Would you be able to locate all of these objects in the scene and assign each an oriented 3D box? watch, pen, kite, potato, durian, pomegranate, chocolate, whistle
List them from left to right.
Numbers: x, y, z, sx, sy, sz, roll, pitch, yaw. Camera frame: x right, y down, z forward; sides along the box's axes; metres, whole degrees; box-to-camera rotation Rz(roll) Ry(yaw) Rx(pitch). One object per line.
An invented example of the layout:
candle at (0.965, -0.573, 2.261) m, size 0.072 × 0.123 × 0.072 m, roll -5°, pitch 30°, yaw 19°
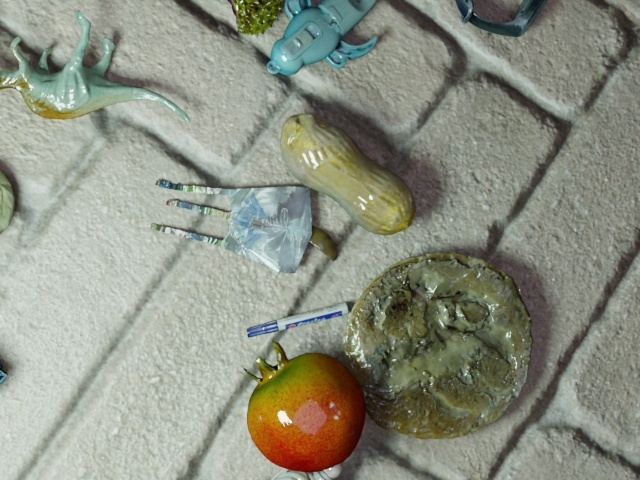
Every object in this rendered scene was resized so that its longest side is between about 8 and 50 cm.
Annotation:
kite at (-0.170, -0.032, 1.793) m, size 0.310 × 0.015 × 0.169 m, roll 5°, pitch 87°, yaw -1°
durian at (-0.133, -0.485, 1.758) m, size 0.119 × 0.108 × 0.186 m, roll -11°, pitch 88°, yaw 12°
pen at (-0.043, 0.156, 1.814) m, size 0.204 × 0.025 × 0.025 m, roll -14°, pitch 91°, yaw -6°
pomegranate at (-0.034, 0.299, 1.717) m, size 0.221 × 0.221 × 0.256 m, roll -37°, pitch 97°, yaw -6°
potato at (0.001, 0.000, 1.814) m, size 0.093 × 0.036 × 0.037 m, roll 39°, pitch 89°, yaw -4°
whistle at (0.003, -0.410, 1.796) m, size 0.274 × 0.093 × 0.186 m, roll -41°, pitch 92°, yaw -9°
chocolate at (0.048, -0.122, 1.779) m, size 0.309 × 0.134 × 0.134 m, roll 39°, pitch 85°, yaw -8°
watch at (0.355, -0.507, 1.848) m, size 0.193 × 0.068 × 0.206 m, roll 35°, pitch 82°, yaw -1°

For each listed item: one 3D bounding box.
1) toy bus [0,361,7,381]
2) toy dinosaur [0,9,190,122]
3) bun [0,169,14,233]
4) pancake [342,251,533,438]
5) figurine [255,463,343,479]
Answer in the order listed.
toy bus at (-0.670, 0.273, 1.700) m, size 0.184 × 0.106 × 0.090 m, roll -46°, pitch 125°, yaw -5°
toy dinosaur at (-0.431, -0.302, 1.744) m, size 0.393 × 0.092 × 0.205 m, roll 24°, pitch 91°, yaw -17°
bun at (-0.675, -0.071, 1.694) m, size 0.223 × 0.127 × 0.222 m, roll 0°, pitch 89°, yaw -4°
pancake at (0.230, 0.204, 1.815) m, size 0.387 × 0.082 × 0.386 m, roll 0°, pitch 88°, yaw -10°
figurine at (0.000, 0.502, 1.767) m, size 0.257 × 0.144 × 0.181 m, roll 28°, pitch 107°, yaw -8°
